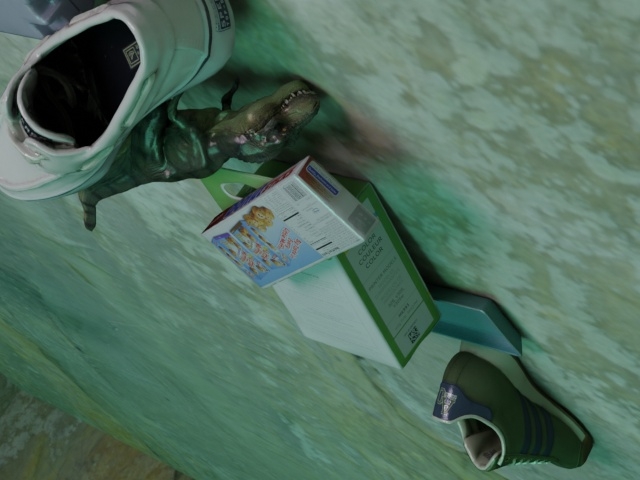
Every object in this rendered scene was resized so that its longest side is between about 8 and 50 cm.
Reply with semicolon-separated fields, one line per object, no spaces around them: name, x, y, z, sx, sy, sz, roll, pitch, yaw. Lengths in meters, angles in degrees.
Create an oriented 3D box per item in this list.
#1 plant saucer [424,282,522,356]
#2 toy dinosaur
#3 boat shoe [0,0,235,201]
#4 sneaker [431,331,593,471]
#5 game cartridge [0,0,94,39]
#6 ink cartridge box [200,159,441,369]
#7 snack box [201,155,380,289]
plant saucer;0.080;0.052;1.136;0.192;0.018;0.067;12;153;46
toy dinosaur;-0.119;-0.086;0.974;0.268;0.064;0.118;-17;96;46
boat shoe;-0.161;-0.087;0.903;0.267;0.088;0.096;-23;94;45
sneaker;0.156;0.161;1.181;0.064;0.086;0.192;12;153;48
game cartridge;-0.295;-0.251;0.913;0.196;0.060;0.294;12;153;40
ink cartridge box;0.000;0.000;1.044;0.109;0.062;0.209;16;148;43
snack box;-0.025;-0.008;0.958;0.064;0.022;0.178;42;155;-11
